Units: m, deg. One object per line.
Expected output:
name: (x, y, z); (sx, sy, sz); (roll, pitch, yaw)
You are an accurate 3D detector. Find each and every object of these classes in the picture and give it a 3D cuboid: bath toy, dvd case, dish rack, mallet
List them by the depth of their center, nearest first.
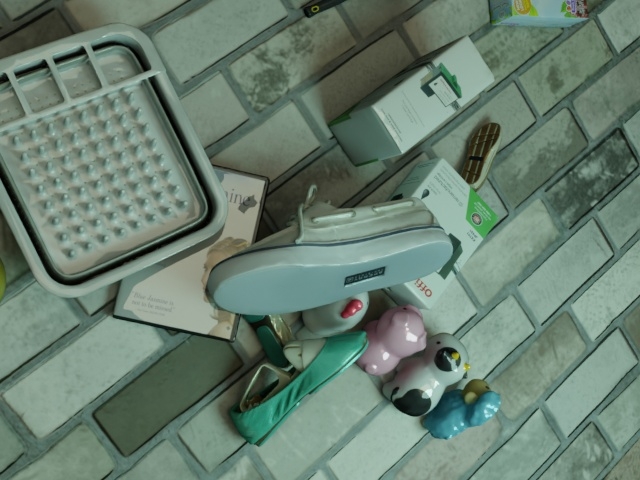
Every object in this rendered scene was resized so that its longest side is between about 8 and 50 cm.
dish rack: (-0.313, -0.109, 1.179); (0.285, 0.072, 0.333); (-26, 89, -23)
dvd case: (-0.187, 0.009, 1.252); (0.180, 0.022, 0.253); (12, 81, -6)
bath toy: (0.127, 0.171, 1.354); (0.348, 0.129, 0.151); (41, 72, -16)
mallet: (0.060, -0.403, 1.410); (0.189, 0.039, 0.062); (-36, 104, -17)

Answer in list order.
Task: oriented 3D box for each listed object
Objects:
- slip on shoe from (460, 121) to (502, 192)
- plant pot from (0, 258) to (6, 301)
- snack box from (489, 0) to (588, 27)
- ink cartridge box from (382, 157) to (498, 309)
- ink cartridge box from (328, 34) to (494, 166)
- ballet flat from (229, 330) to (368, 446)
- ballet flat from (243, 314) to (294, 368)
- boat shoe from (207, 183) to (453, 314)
slip on shoe: (0.283, -0.143, 1.490); (0.135, 0.051, 0.041); (-68, 151, -21)
plant pot: (-0.475, 0.052, 1.106); (0.134, 0.095, 0.134); (2, 86, -24)
snack box: (0.387, -0.494, 1.539); (0.174, 0.070, 0.207); (-4, 88, -25)
ink cartridge box: (0.169, -0.009, 1.404); (0.153, 0.087, 0.208); (44, 72, -15)
ink cartridge box: (0.145, -0.221, 1.366); (0.219, 0.160, 0.093); (-39, 103, -22)
ballet flat: (-0.042, 0.201, 1.261); (0.247, 0.083, 0.087); (-44, 99, 10)
ballet flat: (-0.083, 0.117, 1.311); (0.052, 0.057, 0.168); (-38, 108, -51)
boat shoe: (0.003, -0.006, 1.246); (0.367, 0.136, 0.156); (-13, 56, -16)
